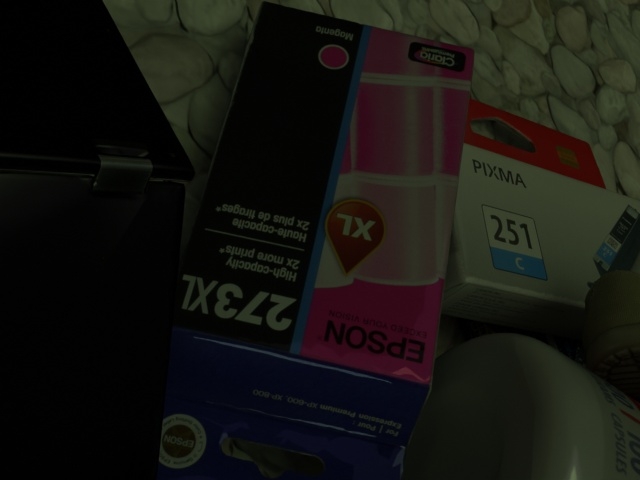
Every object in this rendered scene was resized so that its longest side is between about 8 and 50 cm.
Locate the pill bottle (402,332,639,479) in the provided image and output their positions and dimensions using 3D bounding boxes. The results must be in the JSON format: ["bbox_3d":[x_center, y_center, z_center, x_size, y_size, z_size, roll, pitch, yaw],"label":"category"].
[{"bbox_3d":[0.234,0.254,0.581,0.408,0.229,0.229,32,56,-18],"label":"pill bottle"}]

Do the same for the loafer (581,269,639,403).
[{"bbox_3d":[0.275,0.111,0.669,0.268,0.102,0.092,54,34,-50],"label":"loafer"}]

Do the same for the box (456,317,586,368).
[{"bbox_3d":[0.234,0.131,0.775,0.175,0.051,0.220,-21,88,-42],"label":"box"}]

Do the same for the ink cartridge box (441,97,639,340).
[{"bbox_3d":[0.205,-0.040,0.757,0.296,0.066,0.261,13,56,-29],"label":"ink cartridge box"}]

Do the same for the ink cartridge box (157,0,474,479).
[{"bbox_3d":[0.000,0.000,0.575,0.176,0.069,0.370,13,64,-1],"label":"ink cartridge box"}]

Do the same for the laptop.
[{"bbox_3d":[-0.290,0.000,0.415,0.382,0.236,0.408,1,45,-40],"label":"laptop"}]
